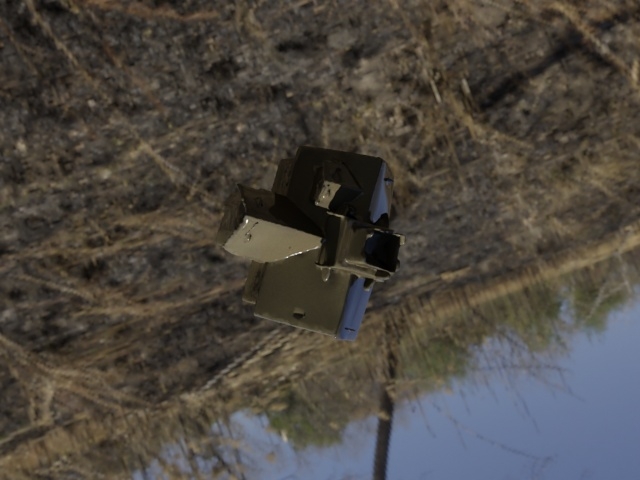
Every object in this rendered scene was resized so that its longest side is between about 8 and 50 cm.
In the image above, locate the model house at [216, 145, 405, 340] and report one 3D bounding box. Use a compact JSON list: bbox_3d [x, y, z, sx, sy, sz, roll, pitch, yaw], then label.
[{"bbox_3d":[0.000,0.000,0.992,0.205,0.211,0.243,16,176,-22],"label":"model house"}]
